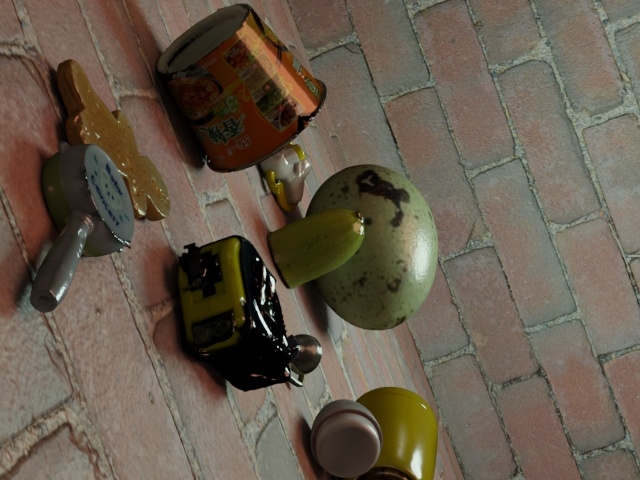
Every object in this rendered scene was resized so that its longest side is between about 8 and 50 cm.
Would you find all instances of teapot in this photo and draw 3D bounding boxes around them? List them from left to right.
[{"bbox_3d":[-0.039,0.193,1.629,0.057,0.066,0.087,25,66,-50],"label":"teapot"}]

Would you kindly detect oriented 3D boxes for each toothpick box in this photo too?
[{"bbox_3d":[0.120,0.390,1.760,0.271,0.175,0.174,-71,140,-70],"label":"toothpick box"}]

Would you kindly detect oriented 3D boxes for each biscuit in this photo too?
[{"bbox_3d":[-0.237,-0.095,1.165,0.234,0.030,0.153,54,19,-59],"label":"biscuit"}]

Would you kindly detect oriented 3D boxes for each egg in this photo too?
[{"bbox_3d":[0.105,0.014,2.112,0.287,0.288,0.379,55,29,-58],"label":"egg"}]

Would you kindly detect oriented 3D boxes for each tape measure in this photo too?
[{"bbox_3d":[-0.111,0.082,1.283,0.199,0.112,0.186,57,14,-57],"label":"tape measure"}]

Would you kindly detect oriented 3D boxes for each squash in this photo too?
[{"bbox_3d":[0.000,0.000,1.865,0.123,0.187,0.123,59,12,-20],"label":"squash"}]

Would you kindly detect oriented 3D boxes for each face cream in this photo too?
[{"bbox_3d":[0.040,0.320,1.621,0.104,0.117,0.117,-108,176,-76],"label":"face cream"}]

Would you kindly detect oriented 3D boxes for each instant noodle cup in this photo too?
[{"bbox_3d":[-0.131,-0.246,1.553,0.182,0.230,0.230,54,16,-29],"label":"instant noodle cup"}]

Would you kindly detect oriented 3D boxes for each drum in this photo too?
[{"bbox_3d":[-0.240,-0.027,0.949,0.253,0.049,0.130,-69,139,-76],"label":"drum"}]

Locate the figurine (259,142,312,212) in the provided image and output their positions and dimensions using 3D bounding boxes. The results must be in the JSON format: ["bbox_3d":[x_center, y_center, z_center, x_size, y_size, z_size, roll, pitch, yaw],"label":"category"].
[{"bbox_3d":[-0.071,-0.135,2.056,0.178,0.109,0.129,50,48,-65],"label":"figurine"}]
